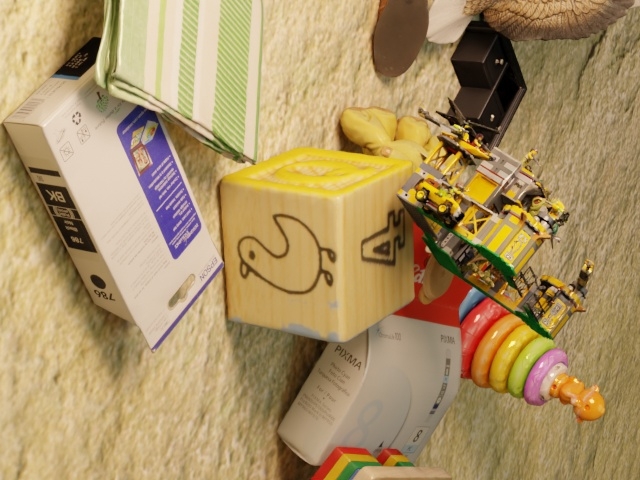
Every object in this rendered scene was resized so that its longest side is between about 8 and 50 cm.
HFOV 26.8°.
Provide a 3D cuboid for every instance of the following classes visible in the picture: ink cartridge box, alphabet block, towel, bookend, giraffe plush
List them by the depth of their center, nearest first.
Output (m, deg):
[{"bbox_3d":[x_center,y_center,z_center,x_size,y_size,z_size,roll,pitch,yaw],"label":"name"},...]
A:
[{"bbox_3d":[-0.222,-0.046,1.510,0.165,0.065,0.332,-53,137,-38],"label":"ink cartridge box"},{"bbox_3d":[-0.149,-0.238,1.528,0.325,0.038,0.247,28,62,-62],"label":"towel"},{"bbox_3d":[0.000,0.000,1.754,0.193,0.192,0.197,-29,121,-53],"label":"alphabet block"},{"bbox_3d":[0.098,-0.074,1.927,0.181,0.210,0.170,11,116,-28],"label":"giraffe plush"},{"bbox_3d":[0.136,0.156,1.978,0.308,0.091,0.385,16,109,-57],"label":"ink cartridge box"},{"bbox_3d":[0.261,-0.250,2.202,0.156,0.072,0.157,-60,142,-28],"label":"bookend"}]

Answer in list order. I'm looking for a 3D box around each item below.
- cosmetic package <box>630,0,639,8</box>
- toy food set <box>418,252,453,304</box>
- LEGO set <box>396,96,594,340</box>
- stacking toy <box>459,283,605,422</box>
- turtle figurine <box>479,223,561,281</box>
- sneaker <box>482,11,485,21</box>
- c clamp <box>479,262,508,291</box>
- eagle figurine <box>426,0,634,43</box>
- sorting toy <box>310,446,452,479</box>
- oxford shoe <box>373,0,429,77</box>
[{"bbox_3d":[0.385,-0.530,2.173,0.365,0.197,0.155,60,26,-46],"label":"cosmetic package"},{"bbox_3d":[0.166,0.045,1.906,0.082,0.020,0.083,-39,134,-41],"label":"toy food set"},{"bbox_3d":[0.254,-0.040,1.741,0.192,0.255,0.331,-51,140,-7],"label":"LEGO set"},{"bbox_3d":[0.348,0.209,2.236,0.166,0.302,0.175,14,104,-56],"label":"stacking toy"},{"bbox_3d":[0.299,-0.018,2.294,0.175,0.118,0.234,-38,144,10],"label":"turtle figurine"},{"bbox_3d":[0.295,-0.380,2.236,0.064,0.061,0.158,-62,143,-15],"label":"sneaker"},{"bbox_3d":[0.302,0.097,2.408,0.160,0.022,0.137,-47,135,-42],"label":"c clamp"},{"bbox_3d":[0.302,-0.406,2.011,0.226,0.298,0.225,-27,121,-52],"label":"eagle figurine"},{"bbox_3d":[0.034,0.408,1.938,0.255,0.089,0.257,-54,151,11],"label":"sorting toy"},{"bbox_3d":[0.120,-0.345,1.966,0.076,0.076,0.212,-107,-154,-69],"label":"oxford shoe"}]
